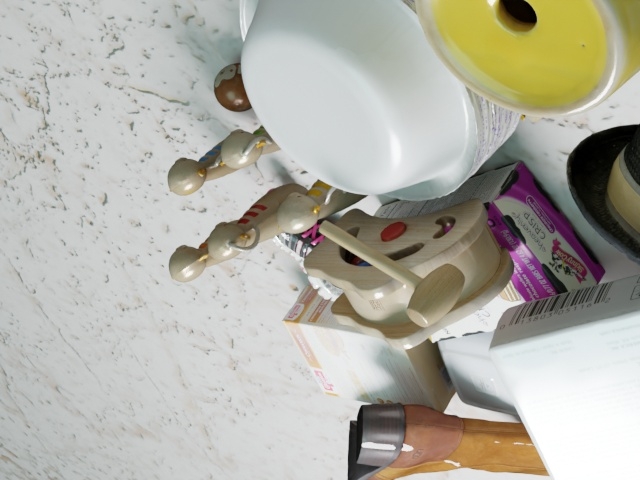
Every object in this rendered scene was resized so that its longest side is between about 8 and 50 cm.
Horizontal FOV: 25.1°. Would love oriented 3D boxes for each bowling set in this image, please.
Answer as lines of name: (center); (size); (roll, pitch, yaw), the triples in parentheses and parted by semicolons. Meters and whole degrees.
bowling set: (-0.097, -0.077, 1.553); (0.287, 0.154, 0.200); (-29, 93, 43)

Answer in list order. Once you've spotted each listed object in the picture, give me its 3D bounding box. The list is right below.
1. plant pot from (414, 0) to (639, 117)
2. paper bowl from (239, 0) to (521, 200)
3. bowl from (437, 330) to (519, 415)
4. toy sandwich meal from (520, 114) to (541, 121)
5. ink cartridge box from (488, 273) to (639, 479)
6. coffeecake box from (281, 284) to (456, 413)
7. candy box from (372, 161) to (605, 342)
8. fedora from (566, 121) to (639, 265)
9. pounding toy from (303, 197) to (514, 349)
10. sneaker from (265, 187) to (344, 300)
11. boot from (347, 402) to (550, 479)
plant pot: (0.194, -0.227, 1.055); (0.254, 0.239, 0.254); (25, 145, 20)
paper bowl: (0.040, -0.157, 1.347); (0.284, 0.148, 0.284); (31, 148, 22)
bowl: (0.203, 0.151, 1.685); (0.142, 0.053, 0.142); (10, 136, 36)
toy sandwich meal: (0.186, -0.147, 1.353); (0.085, 0.029, 0.086); (25, 145, 19)
ink cartridge box: (0.384, 0.207, 1.418); (0.308, 0.091, 0.385); (-17, 111, 32)
coffeecake box: (0.064, 0.137, 1.783); (0.185, 0.068, 0.142); (7, 139, 38)
candy box: (0.164, 0.019, 1.539); (0.159, 0.071, 0.233); (50, 146, -16)
fedora: (0.364, -0.063, 1.095); (0.334, 0.334, 0.153); (24, 122, 21)
pounding toy: (0.083, 0.000, 1.419); (0.155, 0.154, 0.269); (59, 161, -23)
sneaker: (0.000, 0.000, 1.688); (0.074, 0.063, 0.170); (-12, 124, 44)
boot: (0.176, 0.257, 1.765); (0.280, 0.096, 0.264); (4, 152, -4)
